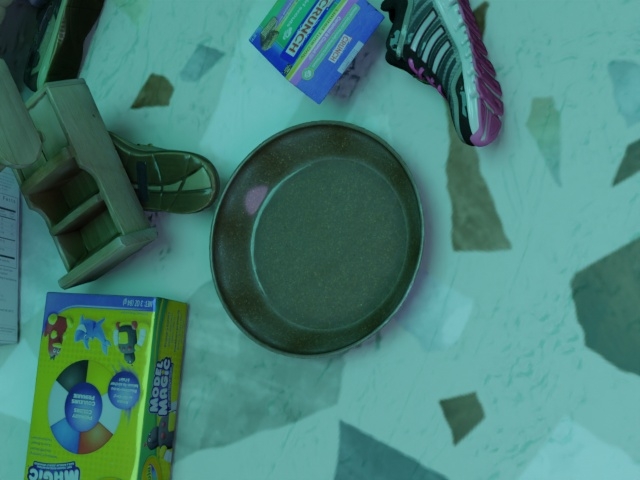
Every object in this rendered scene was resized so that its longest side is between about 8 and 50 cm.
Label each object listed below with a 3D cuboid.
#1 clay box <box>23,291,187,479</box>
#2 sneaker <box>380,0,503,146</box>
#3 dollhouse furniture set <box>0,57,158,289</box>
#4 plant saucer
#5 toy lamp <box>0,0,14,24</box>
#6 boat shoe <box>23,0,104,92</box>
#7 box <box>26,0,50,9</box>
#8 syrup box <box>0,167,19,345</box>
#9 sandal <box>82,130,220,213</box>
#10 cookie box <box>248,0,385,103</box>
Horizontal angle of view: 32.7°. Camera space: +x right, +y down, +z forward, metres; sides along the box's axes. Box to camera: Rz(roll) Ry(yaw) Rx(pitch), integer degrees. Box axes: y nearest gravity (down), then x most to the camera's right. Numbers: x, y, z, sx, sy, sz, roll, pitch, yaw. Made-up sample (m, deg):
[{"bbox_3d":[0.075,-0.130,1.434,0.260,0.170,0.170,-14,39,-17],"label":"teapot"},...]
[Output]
[{"bbox_3d":[-0.193,0.159,0.967,0.127,0.053,0.222,0,80,28],"label":"clay box"},{"bbox_3d":[0.093,-0.143,0.873,0.075,0.063,0.170,-23,66,21],"label":"sneaker"},{"bbox_3d":[-0.284,-0.030,0.906,0.212,0.242,0.161,-30,82,41],"label":"dollhouse furniture set"},{"bbox_3d":[0.000,0.000,0.907,0.199,0.036,0.198,-5,79,27],"label":"plant saucer"},{"bbox_3d":[-0.284,-0.277,1.036,0.080,0.080,0.274,35,97,28],"label":"toy lamp"},{"bbox_3d":[-0.254,-0.214,1.064,0.049,0.056,0.152,21,91,23],"label":"boat shoe"},{"bbox_3d":[-0.298,-0.340,1.120,0.186,0.038,0.145,41,100,26],"label":"box"},{"bbox_3d":[-0.357,-0.015,1.058,0.093,0.096,0.236,-8,78,26],"label":"syrup box"},{"bbox_3d":[-0.157,-0.062,0.989,0.180,0.049,0.072,11,107,31],"label":"sandal"},{"bbox_3d":[-0.005,-0.177,0.915,0.092,0.040,0.107,-52,35,10],"label":"cookie box"}]
